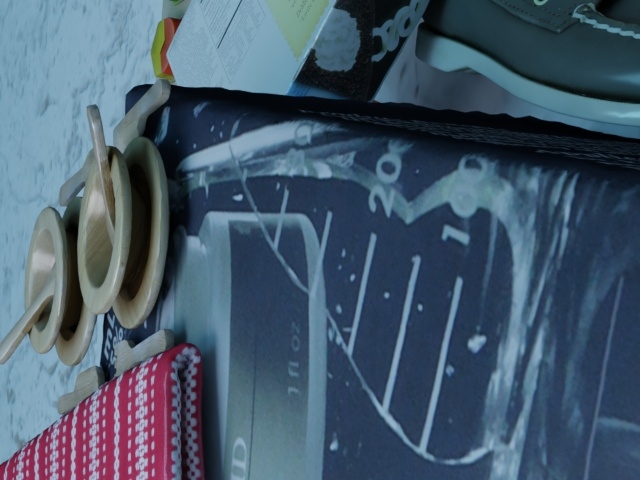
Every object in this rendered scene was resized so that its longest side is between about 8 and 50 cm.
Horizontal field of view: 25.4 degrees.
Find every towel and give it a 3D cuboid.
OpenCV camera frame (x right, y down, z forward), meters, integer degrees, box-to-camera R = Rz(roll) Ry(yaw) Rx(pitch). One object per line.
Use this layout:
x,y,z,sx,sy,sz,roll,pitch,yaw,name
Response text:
-0.106,0.173,0.644,0.275,0.031,0.198,-35,54,57,towel

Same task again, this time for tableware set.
-0.117,0.007,0.677,0.194,0.039,0.128,149,122,-62,tableware set

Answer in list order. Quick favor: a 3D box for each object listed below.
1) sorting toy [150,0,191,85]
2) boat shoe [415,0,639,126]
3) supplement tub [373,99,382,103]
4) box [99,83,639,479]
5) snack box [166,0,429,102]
-0.113,-0.220,1.299,0.193,0.038,0.208,-11,78,61,sorting toy
0.140,-0.119,0.739,0.305,0.109,0.091,-145,58,-62,boat shoe
0.000,0.000,0.980,0.117,0.117,0.190,56,134,49,supplement tub
0.104,0.195,0.585,0.472,0.298,0.479,20,104,63,box
0.011,-0.187,0.849,0.322,0.060,0.187,-59,33,29,snack box
